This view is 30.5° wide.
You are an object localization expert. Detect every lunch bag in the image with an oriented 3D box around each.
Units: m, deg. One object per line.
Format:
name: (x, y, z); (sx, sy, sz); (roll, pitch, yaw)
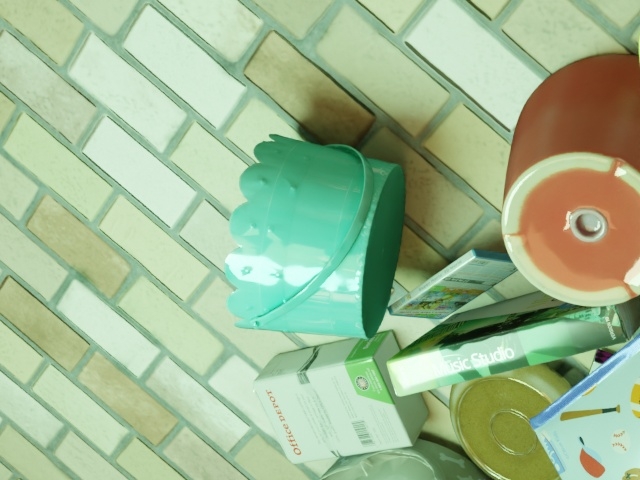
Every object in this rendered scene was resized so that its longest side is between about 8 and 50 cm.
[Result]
lunch bag: (0.498, 0.242, 1.385); (0.385, 0.239, 0.328); (-52, 55, 39)

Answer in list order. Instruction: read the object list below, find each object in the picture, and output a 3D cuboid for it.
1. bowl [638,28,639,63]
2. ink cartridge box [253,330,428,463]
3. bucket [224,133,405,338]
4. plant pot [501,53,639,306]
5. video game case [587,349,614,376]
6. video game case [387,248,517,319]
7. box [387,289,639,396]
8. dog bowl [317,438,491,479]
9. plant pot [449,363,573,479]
bowl: (0.508, -0.233, 1.284); (0.289, 0.156, 0.289); (14, 124, 21)
ink cartridge box: (0.030, 0.242, 1.800); (0.219, 0.092, 0.160); (-14, 110, 30)
bucket: (0.000, 0.000, 1.584); (0.183, 0.281, 0.281); (9, 120, 14)
plant pot: (0.340, -0.062, 1.405); (0.275, 0.243, 0.275); (11, 119, 19)
video game case: (0.471, 0.278, 1.650); (0.232, 0.042, 0.210); (19, 124, 14)
video game case: (0.189, 0.063, 1.626); (0.166, 0.119, 0.015); (-38, 60, 34)
box: (0.273, 0.113, 1.535); (0.322, 0.232, 0.058); (-20, 92, 31)
dog bowl: (0.141, 0.455, 1.845); (0.349, 0.102, 0.349); (11, 124, 17)
plant pot: (0.286, 0.274, 1.709); (0.236, 0.032, 0.236); (18, 122, 30)
